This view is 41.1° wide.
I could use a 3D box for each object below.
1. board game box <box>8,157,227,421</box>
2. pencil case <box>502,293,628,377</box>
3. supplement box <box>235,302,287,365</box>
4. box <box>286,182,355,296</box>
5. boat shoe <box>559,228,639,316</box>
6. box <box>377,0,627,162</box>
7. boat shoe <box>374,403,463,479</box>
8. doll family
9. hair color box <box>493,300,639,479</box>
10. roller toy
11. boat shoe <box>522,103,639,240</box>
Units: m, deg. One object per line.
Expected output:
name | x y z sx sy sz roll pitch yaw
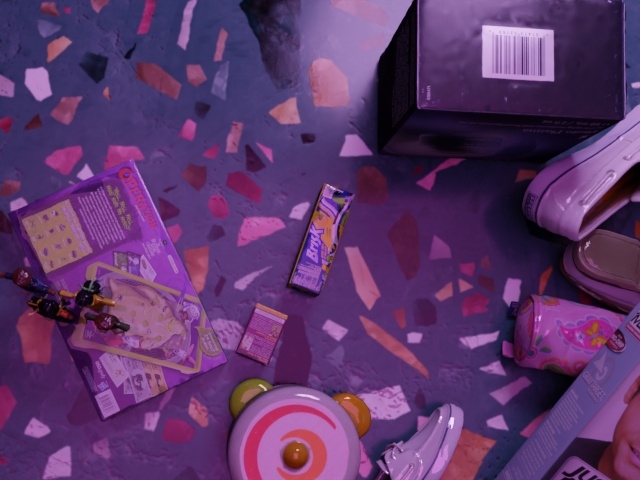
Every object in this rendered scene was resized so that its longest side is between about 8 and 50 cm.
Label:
board game box | -0.306 0.073 1.302 0.208 0.056 0.347 -25 85 -5
pencil case | 0.437 0.169 1.339 0.284 0.124 0.124 13 81 -4
supplement box | -0.091 0.145 1.316 0.055 0.043 0.083 24 79 -3
box | 0.000 0.000 1.339 0.054 0.059 0.169 21 80 -4
boat shoe | 0.530 0.072 1.366 0.302 0.103 0.113 26 70 -1
box | 0.256 -0.232 1.282 0.296 0.294 0.183 2 84 -6
boat shoe | 0.124 0.349 1.285 0.084 0.095 0.258 33 79 -5
doll family | -0.363 0.086 1.215 0.192 0.111 0.076 7 81 -5
hair color box | 0.445 0.290 1.249 0.185 0.113 0.374 34 101 -7
roller toy | -0.039 0.308 1.246 0.209 0.146 0.191 9 81 -6
boat shoe | 0.499 -0.104 1.325 0.367 0.136 0.156 -28 46 -23
